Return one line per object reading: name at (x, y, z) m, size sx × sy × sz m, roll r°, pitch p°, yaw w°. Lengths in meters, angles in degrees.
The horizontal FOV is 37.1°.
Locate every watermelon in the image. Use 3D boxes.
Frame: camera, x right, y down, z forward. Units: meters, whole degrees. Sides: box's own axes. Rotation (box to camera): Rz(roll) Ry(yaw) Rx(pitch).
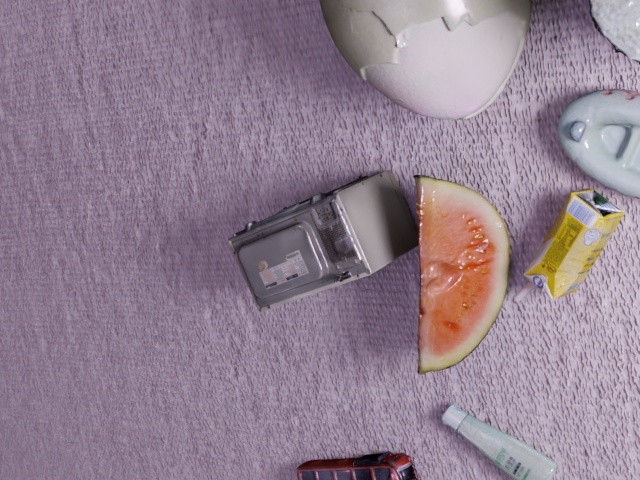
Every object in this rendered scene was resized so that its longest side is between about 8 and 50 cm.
watermelon at (0.184, 0.030, 1.433) m, size 0.128 × 0.159 × 0.304 m, roll 29°, pitch 126°, yaw 58°

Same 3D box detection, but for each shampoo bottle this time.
shampoo bottle at (0.279, 0.325, 1.506) m, size 0.190 × 0.041 × 0.069 m, roll 33°, pitch 125°, yaw 22°

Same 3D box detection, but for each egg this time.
egg at (0.140, -0.322, 1.253) m, size 0.278 × 0.278 × 0.336 m, roll -22°, pitch 89°, yaw 36°

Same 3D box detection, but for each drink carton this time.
drink carton at (0.343, 0.027, 1.347) m, size 0.074 × 0.084 × 0.200 m, roll 41°, pitch 124°, yaw 29°

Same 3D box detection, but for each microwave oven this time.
microwave oven at (0.000, 0.000, 1.505) m, size 0.240 × 0.194 × 0.145 m, roll -21°, pitch 91°, yaw 39°

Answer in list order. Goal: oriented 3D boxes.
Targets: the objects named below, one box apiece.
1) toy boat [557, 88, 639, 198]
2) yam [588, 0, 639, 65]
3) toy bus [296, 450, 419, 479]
toy boat at (0.411, -0.125, 1.259) m, size 0.207 × 0.079 × 0.134 m, roll 30°, pitch 122°, yaw 21°
yam at (0.415, -0.306, 1.062) m, size 0.241 × 0.348 × 0.241 m, roll 8°, pitch 112°, yaw 20°
toy bus at (0.065, 0.426, 1.665) m, size 0.234 × 0.073 × 0.096 m, roll -15°, pitch 89°, yaw 37°
